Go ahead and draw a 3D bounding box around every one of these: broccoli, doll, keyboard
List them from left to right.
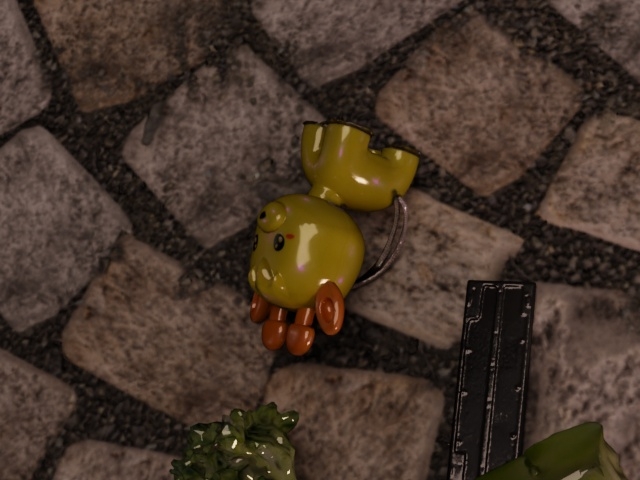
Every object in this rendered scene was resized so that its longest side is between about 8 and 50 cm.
[{"bbox_3d":[0.000,0.000,1.433,0.143,0.135,0.220,3,71,53],"label":"doll"},{"bbox_3d":[0.066,0.313,1.243,0.397,0.275,0.353,3,85,-3],"label":"broccoli"},{"bbox_3d":[0.150,0.130,1.381,0.067,0.011,0.202,2,68,16],"label":"keyboard"}]
